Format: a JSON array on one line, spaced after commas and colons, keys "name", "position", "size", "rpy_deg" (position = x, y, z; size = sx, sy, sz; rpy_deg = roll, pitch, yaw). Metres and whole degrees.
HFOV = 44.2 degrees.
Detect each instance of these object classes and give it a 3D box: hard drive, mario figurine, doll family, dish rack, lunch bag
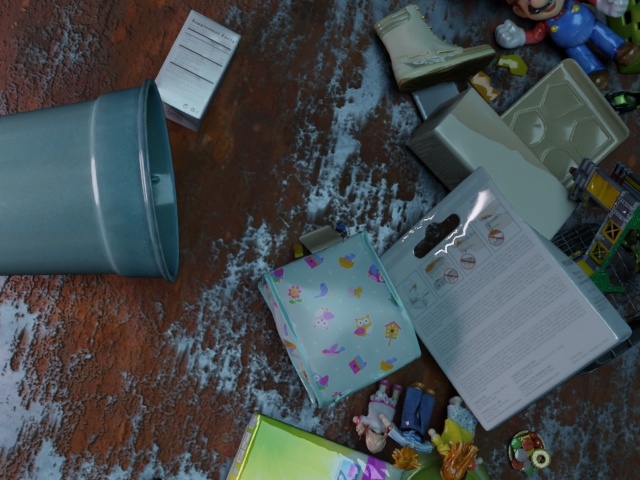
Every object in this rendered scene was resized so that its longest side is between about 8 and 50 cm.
[{"name": "hard drive", "position": [0.236, -0.287, 1.599], "size": [0.094, 0.022, 0.135], "rpy_deg": [-24, 88, -13]}, {"name": "mario figurine", "position": [0.487, -0.442, 1.594], "size": [0.320, 0.170, 0.198], "rpy_deg": [41, 80, -6]}, {"name": "doll family", "position": [0.196, 0.353, 1.441], "size": [0.263, 0.118, 0.163], "rpy_deg": [23, 55, -6]}, {"name": "dish rack", "position": [0.542, 0.106, 1.574], "size": [0.208, 0.074, 0.271], "rpy_deg": [-23, 84, -27]}, {"name": "lunch bag", "position": [0.036, 0.147, 1.442], "size": [0.223, 0.160, 0.262], "rpy_deg": [-24, 83, -14]}]

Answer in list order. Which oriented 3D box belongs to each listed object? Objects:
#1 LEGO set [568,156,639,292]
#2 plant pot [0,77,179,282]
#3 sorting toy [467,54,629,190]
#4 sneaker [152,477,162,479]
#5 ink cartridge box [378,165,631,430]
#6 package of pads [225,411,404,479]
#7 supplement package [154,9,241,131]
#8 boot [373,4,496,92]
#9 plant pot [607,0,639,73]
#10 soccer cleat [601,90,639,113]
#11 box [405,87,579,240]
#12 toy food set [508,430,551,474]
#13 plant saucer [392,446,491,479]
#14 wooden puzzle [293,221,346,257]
[{"name": "LEGO set", "position": [0.576, -0.029, 1.483], "size": [0.331, 0.192, 0.255], "rpy_deg": [-4, 127, -21]}, {"name": "plant pot", "position": [-0.423, -0.081, 1.307], "size": [0.334, 0.341, 0.341], "rpy_deg": [-6, 85, -3]}, {"name": "sorting toy", "position": [0.450, -0.255, 1.599], "size": [0.229, 0.041, 0.307], "rpy_deg": [-41, 99, 2]}, {"name": "sneaker", "position": [-0.252, 0.483, 1.392], "size": [0.170, 0.063, 0.075], "rpy_deg": [38, 84, 0]}, {"name": "ink cartridge box", "position": [0.315, 0.105, 1.442], "size": [0.091, 0.308, 0.385], "rpy_deg": [-7, 58, -54]}, {"name": "package of pads", "position": [-0.027, 0.467, 1.421], "size": [0.297, 0.101, 0.229], "rpy_deg": [23, 78, -7]}, {"name": "supplement package", "position": [-0.234, -0.312, 1.466], "size": [0.105, 0.105, 0.179], "rpy_deg": [26, 79, -7]}, {"name": "boot", "position": [0.227, -0.395, 1.568], "size": [0.213, 0.077, 0.165], "rpy_deg": [-17, 71, -11]}, {"name": "plant pot", "position": [0.750, -0.490, 1.631], "size": [0.228, 0.207, 0.227], "rpy_deg": [-8, 86, -11]}, {"name": "soccer cleat", "position": [0.594, -0.284, 1.644], "size": [0.179, 0.072, 0.060], "rpy_deg": [-13, 86, -12]}, {"name": "box", "position": [0.330, -0.130, 1.525], "size": [0.311, 0.148, 0.121], "rpy_deg": [45, 76, -11]}, {"name": "toy food set", "position": [0.409, 0.417, 1.554], "size": [0.083, 0.020, 0.083], "rpy_deg": [-16, 87, -12]}, {"name": "plant saucer", "position": [0.228, 0.509, 1.499], "size": [0.241, 0.037, 0.241], "rpy_deg": [1, 83, -12]}, {"name": "wooden puzzle", "position": [0.000, 0.000, 1.500], "size": [0.116, 0.078, 0.014], "rpy_deg": [-20, 120, -6]}]
